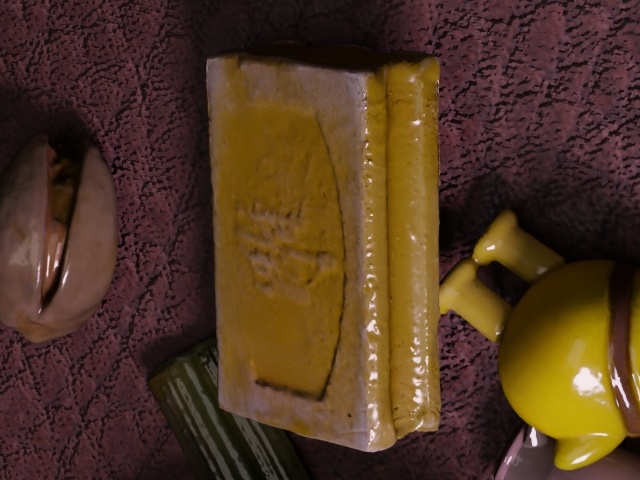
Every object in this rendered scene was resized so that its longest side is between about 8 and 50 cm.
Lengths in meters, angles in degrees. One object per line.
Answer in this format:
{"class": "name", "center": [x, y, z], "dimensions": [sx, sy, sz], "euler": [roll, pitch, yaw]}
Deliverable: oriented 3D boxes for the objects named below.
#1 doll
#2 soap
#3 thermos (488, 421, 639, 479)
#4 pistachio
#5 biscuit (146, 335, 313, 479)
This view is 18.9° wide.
{"class": "doll", "center": [0.258, 0.107, 1.503], "dimensions": [0.363, 0.145, 0.199], "euler": [37, 86, 20]}
{"class": "soap", "center": [0.000, 0.000, 1.561], "dimensions": [0.199, 0.091, 0.314], "euler": [12, 109, 41]}
{"class": "thermos", "center": [0.230, 0.227, 1.584], "dimensions": [0.193, 0.105, 0.137], "euler": [28, 140, 13]}
{"class": "pistachio", "center": [-0.235, -0.002, 1.663], "dimensions": [0.124, 0.124, 0.184], "euler": [11, 89, 14]}
{"class": "biscuit", "center": [-0.046, 0.238, 1.697], "dimensions": [0.099, 0.038, 0.322], "euler": [-27, 94, 18]}
